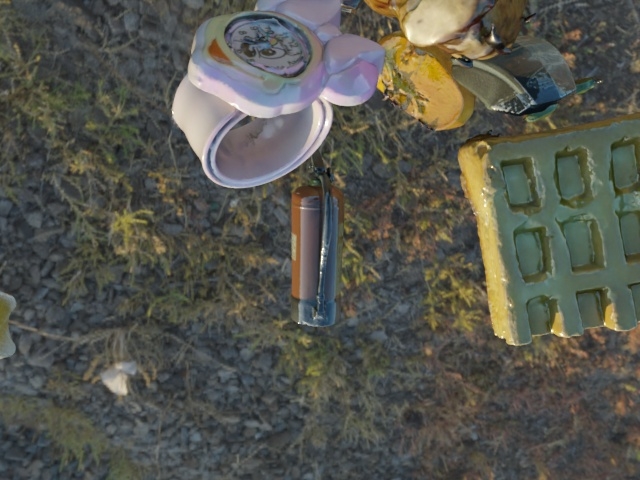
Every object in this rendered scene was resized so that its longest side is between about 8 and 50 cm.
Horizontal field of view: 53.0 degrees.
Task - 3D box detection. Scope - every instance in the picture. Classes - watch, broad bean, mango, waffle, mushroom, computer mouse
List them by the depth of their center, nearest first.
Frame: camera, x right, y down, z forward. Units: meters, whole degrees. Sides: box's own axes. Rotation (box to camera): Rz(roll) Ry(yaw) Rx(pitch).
[{"bbox_3d":[0.137,-0.298,0.590,0.263,0.283,0.195,-17,140,35],"label":"mushroom"},{"bbox_3d":[-0.072,-0.195,0.867,0.249,0.210,0.217,-20,154,-28],"label":"watch"},{"bbox_3d":[0.383,-0.026,0.872,0.349,0.077,0.304,-10,93,3],"label":"waffle"},{"bbox_3d":[0.274,-0.254,0.916,0.126,0.231,0.071,-20,130,-6],"label":"computer mouse"},{"bbox_3d":[0.188,-0.273,1.112,0.252,0.153,0.126,15,134,-43],"label":"mango"},{"bbox_3d":[0.664,-0.396,1.783,0.255,0.065,0.046,-30,134,-8],"label":"broad bean"}]

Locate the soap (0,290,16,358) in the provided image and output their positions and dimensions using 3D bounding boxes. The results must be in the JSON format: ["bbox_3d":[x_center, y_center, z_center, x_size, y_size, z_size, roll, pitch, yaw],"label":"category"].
[{"bbox_3d":[-0.505,0.106,0.710,0.274,0.089,0.173,-14,159,16],"label":"soap"}]

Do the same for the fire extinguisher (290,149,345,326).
[{"bbox_3d":[0.009,-0.001,1.356,0.113,0.200,0.375,-7,104,-29],"label":"fire extinguisher"}]

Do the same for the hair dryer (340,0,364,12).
[{"bbox_3d":[0.053,-0.755,1.753,0.120,0.359,0.303,8,93,-21],"label":"hair dryer"}]
